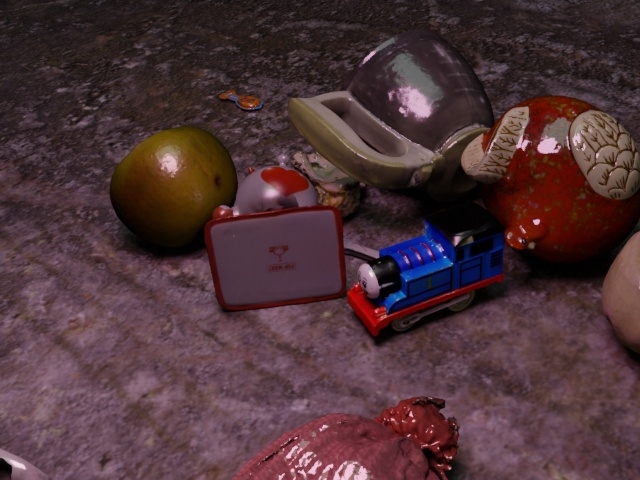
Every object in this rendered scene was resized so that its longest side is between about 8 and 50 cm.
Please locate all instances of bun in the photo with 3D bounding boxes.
[{"bbox_3d":[0.445,0.082,0.968,0.193,0.128,0.178,19,42,12],"label":"bun"}]

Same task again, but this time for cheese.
[{"bbox_3d":[-0.160,-0.286,1.618,0.111,0.017,0.047,25,44,35],"label":"cheese"}]

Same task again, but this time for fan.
[{"bbox_3d":[0.000,0.000,1.217,0.282,0.023,0.057,21,43,32],"label":"fan"}]

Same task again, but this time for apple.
[{"bbox_3d":[-0.220,-0.080,1.219,0.196,0.196,0.157,-37,86,-35],"label":"apple"}]

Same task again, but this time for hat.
[{"bbox_3d":[0.046,0.263,0.792,0.236,0.107,0.286,38,50,8],"label":"hat"}]

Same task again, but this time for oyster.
[{"bbox_3d":[0.016,-0.097,1.310,0.133,0.072,0.209,-1,24,-31],"label":"oyster"}]

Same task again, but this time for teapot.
[{"bbox_3d":[0.150,-0.189,1.239,0.321,0.239,0.239,19,27,-51],"label":"teapot"}]

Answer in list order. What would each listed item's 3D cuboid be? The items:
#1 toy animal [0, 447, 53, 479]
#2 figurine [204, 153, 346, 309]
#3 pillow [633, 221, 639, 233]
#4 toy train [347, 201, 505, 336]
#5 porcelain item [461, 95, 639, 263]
[{"bbox_3d":[-0.405,0.246,0.771,0.289,0.249,0.174,21,76,18],"label":"toy animal"},{"bbox_3d":[-0.069,-0.037,1.159,0.183,0.160,0.226,-6,36,-2],"label":"figurine"},{"bbox_3d":[0.642,-0.041,1.147,0.274,0.076,0.281,23,51,35],"label":"pillow"},{"bbox_3d":[0.141,0.039,1.053,0.204,0.131,0.083,-19,39,-17],"label":"toy train"},{"bbox_3d":[0.311,-0.069,1.095,0.253,0.253,0.253,-3,37,3],"label":"porcelain item"}]
